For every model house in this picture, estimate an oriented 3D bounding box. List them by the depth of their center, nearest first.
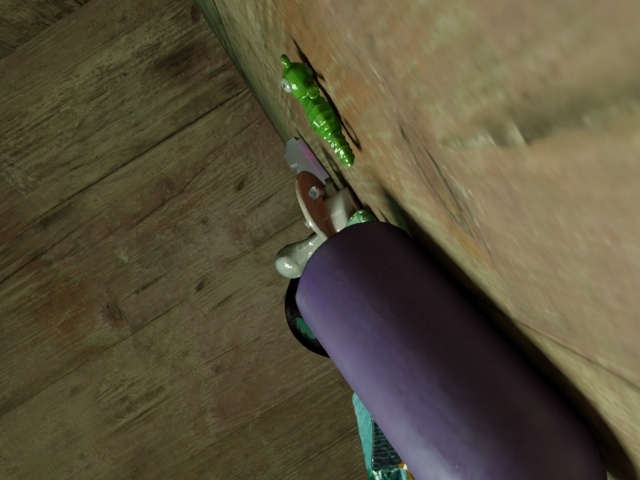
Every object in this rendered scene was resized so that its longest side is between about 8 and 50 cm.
[{"bbox_3d":[0.206,0.321,0.845,0.241,0.261,0.226,94,166,-63],"label":"model house"}]

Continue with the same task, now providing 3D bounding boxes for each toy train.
[{"bbox_3d":[0.106,0.011,1.057,0.081,0.099,0.149,12,-141,-38],"label":"toy train"}]

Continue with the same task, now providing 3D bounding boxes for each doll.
[{"bbox_3d":[-0.003,-0.192,0.754,0.190,0.050,0.115,56,-173,-8],"label":"doll"}]

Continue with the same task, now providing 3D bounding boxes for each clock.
[{"bbox_3d":[-0.019,-0.184,1.571,0.253,0.083,0.186,57,180,33],"label":"clock"}]

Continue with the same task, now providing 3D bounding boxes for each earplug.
[{"bbox_3d":[0.139,0.163,0.626,0.215,0.215,0.456,57,177,-35],"label":"earplug"}]

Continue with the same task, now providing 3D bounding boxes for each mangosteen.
[{"bbox_3d":[0.046,0.169,1.655,0.382,0.381,0.436,-123,9,-62],"label":"mangosteen"}]

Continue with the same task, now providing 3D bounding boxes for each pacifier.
[{"bbox_3d":[0.021,-0.008,1.204,0.332,0.273,0.220,57,164,-11],"label":"pacifier"}]
